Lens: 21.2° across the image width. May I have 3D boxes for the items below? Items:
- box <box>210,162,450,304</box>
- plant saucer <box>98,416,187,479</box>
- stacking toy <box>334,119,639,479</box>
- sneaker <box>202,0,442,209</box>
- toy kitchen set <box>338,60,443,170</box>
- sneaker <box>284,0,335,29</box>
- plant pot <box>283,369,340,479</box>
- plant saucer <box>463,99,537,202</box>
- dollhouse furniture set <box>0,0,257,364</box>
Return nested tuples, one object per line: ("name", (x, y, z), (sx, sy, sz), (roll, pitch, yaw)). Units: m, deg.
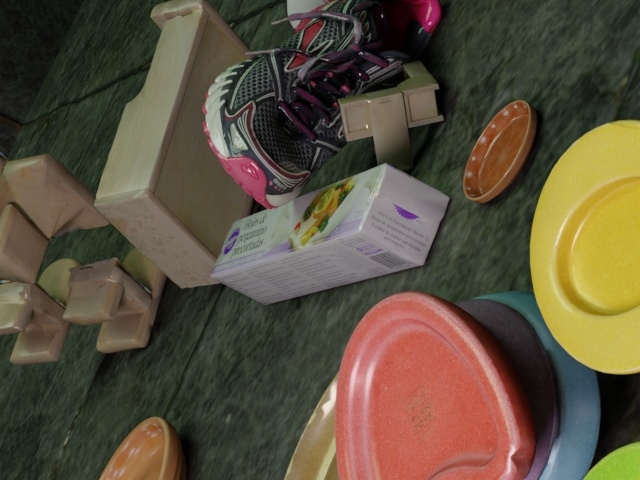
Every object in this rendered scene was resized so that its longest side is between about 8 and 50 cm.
("box", (0.000, 0.000, 1.454), (0.324, 0.067, 0.063), (-19, 45, 65))
("plant saucer", (-0.179, 0.263, 1.603), (0.200, 0.037, 0.200), (-51, 23, 31))
("stacking toy", (0.154, 0.117, 0.884), (0.309, 0.130, 0.280), (-37, 58, 47))
("sneaker", (0.002, -0.142, 1.479), (0.112, 0.121, 0.299), (-25, 21, 42))
("toy kitchen set", (0.057, -0.103, 1.452), (0.075, 0.083, 0.068), (-112, 11, -66))
("sneaker", (0.048, -0.277, 1.674), (0.270, 0.090, 0.145), (-48, 21, 29))
("plant pot", (0.038, 0.158, 1.189), (0.236, 0.032, 0.236), (-52, 21, 30))
("plant saucer", (0.135, -0.065, 1.270), (0.083, 0.013, 0.083), (-52, 20, 28))
("dollhouse furniture set", (-0.267, -0.080, 1.849), (0.394, 0.362, 0.256), (-9, 51, 32))
